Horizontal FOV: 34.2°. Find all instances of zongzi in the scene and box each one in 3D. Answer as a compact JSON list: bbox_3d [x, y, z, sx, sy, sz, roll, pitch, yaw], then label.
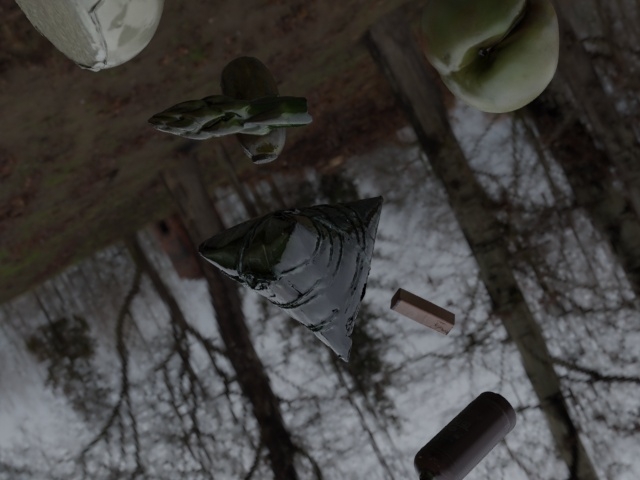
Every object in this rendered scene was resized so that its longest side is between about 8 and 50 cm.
[{"bbox_3d":[0.000,0.000,2.129,0.319,0.383,0.362,-5,-125,46],"label":"zongzi"}]

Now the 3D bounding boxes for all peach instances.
[{"bbox_3d":[0.331,-0.395,2.052,0.247,0.292,0.292,-54,175,25],"label":"peach"}]

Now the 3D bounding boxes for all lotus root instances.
[{"bbox_3d":[-0.139,-0.278,2.208,0.123,0.241,0.124,-21,168,3],"label":"lotus root"}]

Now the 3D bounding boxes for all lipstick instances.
[{"bbox_3d":[0.231,0.161,2.351,0.045,0.145,0.045,-58,-169,34],"label":"lipstick"}]

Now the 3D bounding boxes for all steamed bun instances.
[{"bbox_3d":[-0.426,-0.505,1.881,0.241,0.374,0.374,-44,-167,-21],"label":"steamed bun"}]

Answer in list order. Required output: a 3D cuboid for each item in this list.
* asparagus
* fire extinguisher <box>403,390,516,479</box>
[{"bbox_3d":[-0.152,-0.210,1.761,0.287,0.080,0.080,-4,-169,8],"label":"asparagus"},{"bbox_3d":[0.306,0.481,2.389,0.337,0.114,0.135,-33,-172,-38],"label":"fire extinguisher"}]
